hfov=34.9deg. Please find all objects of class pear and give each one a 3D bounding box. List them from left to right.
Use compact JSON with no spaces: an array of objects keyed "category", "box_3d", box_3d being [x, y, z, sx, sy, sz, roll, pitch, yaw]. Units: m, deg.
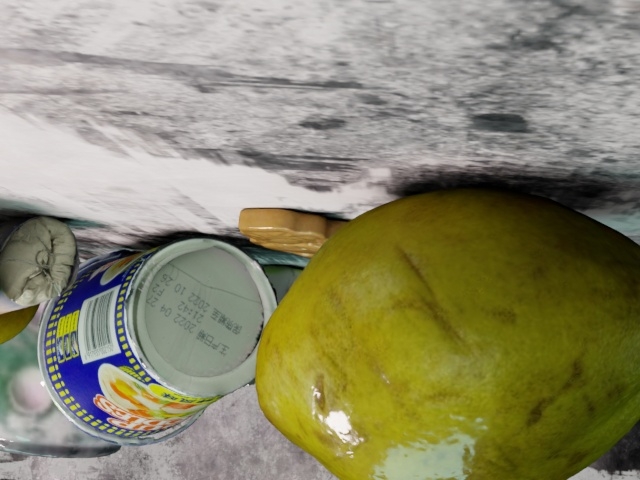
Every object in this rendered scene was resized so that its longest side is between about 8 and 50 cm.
[{"category":"pear","box_3d":[0.106,0.080,0.796,0.321,0.269,0.269,-10,170,11]}]

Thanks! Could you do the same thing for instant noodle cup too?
[{"category":"instant noodle cup","box_3d":[-0.200,0.118,1.324,0.284,0.284,0.312,8,164,-25]}]

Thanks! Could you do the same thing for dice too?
[{"category":"dice","box_3d":[-0.517,0.216,1.902,0.328,0.348,0.330,11,169,-33]}]

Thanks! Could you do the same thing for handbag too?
[{"category":"handbag","box_3d":[-0.355,0.032,1.210,0.095,0.117,0.173,32,157,-30]}]

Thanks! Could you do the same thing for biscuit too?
[{"category":"biscuit","box_3d":[0.002,0.000,1.065,0.144,0.040,0.236,-6,171,30]}]

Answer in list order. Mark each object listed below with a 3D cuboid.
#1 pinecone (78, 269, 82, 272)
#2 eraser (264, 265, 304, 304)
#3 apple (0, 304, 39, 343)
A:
[{"category":"pinecone","box_3d":[-0.346,0.105,1.688,0.174,0.173,0.173,5,173,1]},{"category":"eraser","box_3d":[-0.044,0.098,1.664,0.210,0.092,0.274,0,173,39]},{"category":"apple","box_3d":[-0.504,0.071,1.492,0.196,0.157,0.196,14,173,2]}]
